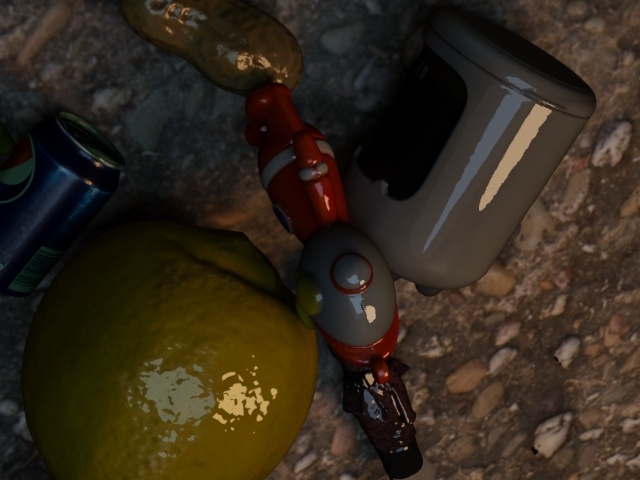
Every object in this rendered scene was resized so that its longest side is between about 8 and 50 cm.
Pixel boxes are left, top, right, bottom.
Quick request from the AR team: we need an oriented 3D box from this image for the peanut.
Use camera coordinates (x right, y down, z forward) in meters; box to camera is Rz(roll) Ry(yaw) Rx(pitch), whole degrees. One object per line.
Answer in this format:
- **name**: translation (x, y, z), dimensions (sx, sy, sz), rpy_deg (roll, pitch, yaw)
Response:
- **peanut**: translation (-0.117, -0.225, 1.407), dimensions (0.226, 0.108, 0.095), rpy_deg (29, 111, -20)

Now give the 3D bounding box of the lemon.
- **lemon**: translation (-0.170, 0.145, 1.443), dimensions (0.348, 0.348, 0.348), rpy_deg (-4, 115, -9)

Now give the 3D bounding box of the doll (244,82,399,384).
- **doll**: translation (0.000, 0.000, 1.384), dimensions (0.105, 0.200, 0.336), rpy_deg (-21, 75, -11)

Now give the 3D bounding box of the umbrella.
- **umbrella**: translation (0.063, 0.174, 1.636), dimensions (0.090, 0.094, 0.326), rpy_deg (-15, 117, 12)

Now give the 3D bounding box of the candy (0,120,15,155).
- **candy**: translation (-0.473, -0.095, 1.417), dimensions (0.246, 0.069, 0.149), rpy_deg (-36, 121, 0)

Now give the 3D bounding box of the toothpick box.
- **toothpick box**: translation (0.155, -0.079, 1.474), dimensions (0.229, 0.229, 0.316), rpy_deg (22, 111, -20)

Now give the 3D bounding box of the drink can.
- **drink can**: translation (-0.315, -0.040, 1.447), dimensions (0.118, 0.118, 0.205), rpy_deg (37, 102, -24)
